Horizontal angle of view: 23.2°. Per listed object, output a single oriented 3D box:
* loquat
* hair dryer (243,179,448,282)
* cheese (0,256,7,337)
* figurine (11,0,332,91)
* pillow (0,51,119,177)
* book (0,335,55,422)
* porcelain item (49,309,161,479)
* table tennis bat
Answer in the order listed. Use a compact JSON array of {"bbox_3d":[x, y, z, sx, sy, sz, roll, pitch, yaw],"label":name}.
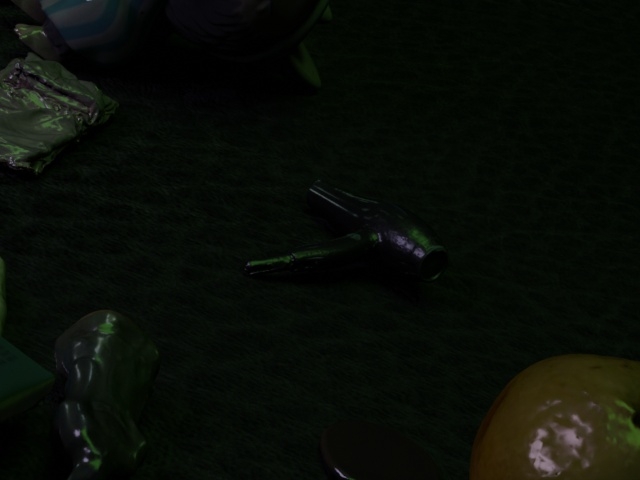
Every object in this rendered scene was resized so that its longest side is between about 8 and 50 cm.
[{"bbox_3d":[0.219,0.191,1.242,0.208,0.208,0.208,18,26,-9],"label":"loquat"},{"bbox_3d":[0.000,0.000,1.605,0.219,0.075,0.195,-13,32,-39],"label":"hair dryer"},{"bbox_3d":[-0.286,0.064,1.259,0.065,0.043,0.194,22,23,-19],"label":"cheese"},{"bbox_3d":[-0.119,-0.271,1.896,0.377,0.361,0.266,46,12,-36],"label":"figurine"},{"bbox_3d":[-0.308,-0.140,1.638,0.135,0.049,0.248,29,29,4],"label":"pillow"},{"bbox_3d":[-0.373,0.015,1.072,0.379,0.031,0.264,36,10,5],"label":"book"},{"bbox_3d":[-0.165,0.142,1.169,0.081,0.069,0.215,46,18,-24],"label":"porcelain item"},{"bbox_3d":[0.069,0.157,1.268,0.108,0.119,0.170,16,24,-12],"label":"table tennis bat"}]
